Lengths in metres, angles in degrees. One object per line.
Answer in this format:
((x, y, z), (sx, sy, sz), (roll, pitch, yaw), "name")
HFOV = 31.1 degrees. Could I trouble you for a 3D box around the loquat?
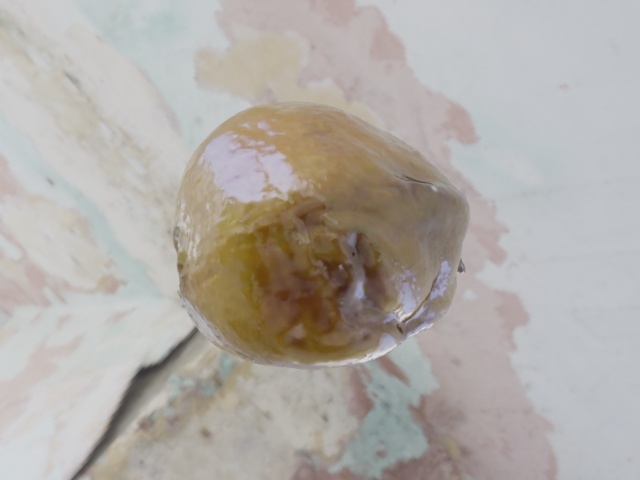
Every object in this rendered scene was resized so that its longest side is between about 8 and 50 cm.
((0.000, 0.000, 0.514), (0.137, 0.137, 0.113), (24, -59, 31), "loquat")
